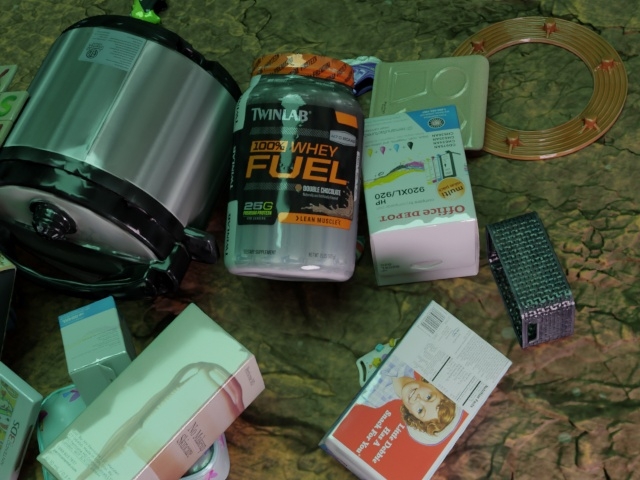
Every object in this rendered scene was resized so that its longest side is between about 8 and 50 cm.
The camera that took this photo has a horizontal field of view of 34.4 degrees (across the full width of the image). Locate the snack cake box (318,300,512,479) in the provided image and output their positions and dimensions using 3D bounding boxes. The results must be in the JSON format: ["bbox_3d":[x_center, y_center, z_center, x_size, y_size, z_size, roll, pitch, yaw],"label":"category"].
[{"bbox_3d":[0.139,0.239,1.509,0.152,0.089,0.264,39,70,4],"label":"snack cake box"}]

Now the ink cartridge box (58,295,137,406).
[{"bbox_3d":[-0.326,0.174,1.540,0.090,0.092,0.143,-20,42,-5],"label":"ink cartridge box"}]

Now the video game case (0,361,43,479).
[{"bbox_3d":[-0.535,0.252,1.586,0.227,0.206,0.026,35,31,17],"label":"video game case"}]

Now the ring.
[{"bbox_3d":[0.382,-0.288,1.869,0.337,0.032,0.336,-5,55,8],"label":"ring"}]

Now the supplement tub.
[{"bbox_3d":[-0.038,-0.108,1.619,0.207,0.207,0.337,2,84,12],"label":"supplement tub"}]

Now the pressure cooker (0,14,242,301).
[{"bbox_3d":[-0.349,-0.104,1.676,0.370,0.375,0.420,-10,51,47],"label":"pressure cooker"}]

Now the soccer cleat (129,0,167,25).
[{"bbox_3d":[-0.354,-0.514,2.152,0.072,0.060,0.178,-1,63,-1],"label":"soccer cleat"}]

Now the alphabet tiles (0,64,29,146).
[{"bbox_3d":[-0.602,-0.135,1.601,0.285,0.011,0.342,3,59,32],"label":"alphabet tiles"}]

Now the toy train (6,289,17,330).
[{"bbox_3d":[-0.585,0.081,1.793,0.105,0.080,0.184,-11,53,-7],"label":"toy train"}]

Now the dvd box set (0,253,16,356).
[{"bbox_3d":[-0.669,0.069,1.698,0.420,0.307,0.062,35,31,27],"label":"dvd box set"}]

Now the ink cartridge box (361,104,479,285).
[{"bbox_3d":[0.159,-0.070,1.687,0.171,0.168,0.232,-8,57,5],"label":"ink cartridge box"}]

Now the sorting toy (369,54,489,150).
[{"bbox_3d":[0.194,-0.240,1.853,0.208,0.038,0.193,0,66,17],"label":"sorting toy"}]

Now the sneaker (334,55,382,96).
[{"bbox_3d":[0.039,-0.298,1.924,0.170,0.068,0.071,-9,62,5],"label":"sneaker"}]

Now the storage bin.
[{"bbox_3d":[0.322,0.060,1.597,0.084,0.122,0.180,-16,56,0],"label":"storage bin"}]

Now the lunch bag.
[{"bbox_3d":[-0.280,0.304,1.564,0.279,0.108,0.224,-18,55,-1],"label":"lunch bag"}]

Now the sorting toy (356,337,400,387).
[{"bbox_3d":[0.093,0.196,1.610,0.075,0.045,0.083,-24,54,18],"label":"sorting toy"}]

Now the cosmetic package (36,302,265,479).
[{"bbox_3d":[-0.227,0.252,1.439,0.129,0.153,0.296,37,73,21],"label":"cosmetic package"}]

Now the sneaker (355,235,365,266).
[{"bbox_3d":[0.000,0.000,1.749,0.161,0.057,0.075,16,45,22],"label":"sneaker"}]
